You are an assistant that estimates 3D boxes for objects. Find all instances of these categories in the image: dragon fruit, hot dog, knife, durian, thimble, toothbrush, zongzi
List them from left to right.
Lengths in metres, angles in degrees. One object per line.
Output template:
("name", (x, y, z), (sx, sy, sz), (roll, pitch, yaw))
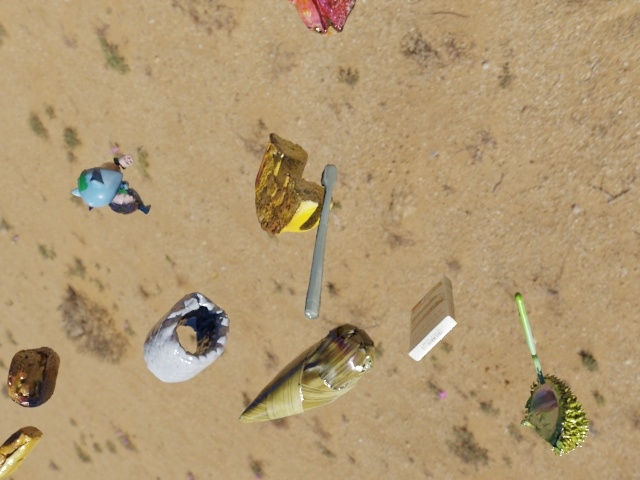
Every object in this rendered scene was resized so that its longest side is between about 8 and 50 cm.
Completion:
("hot dog", (-0.608, 0.283, 1.372), (0.099, 0.147, 0.065), (3, 132, -12))
("thimble", (-0.251, 0.185, 1.219), (0.127, 0.151, 0.118), (40, 132, -14))
("zongzi", (-0.034, 0.307, 1.430), (0.134, 0.288, 0.286), (60, 152, 21))
("toothbrush", (0.000, 0.000, 1.184), (0.030, 0.298, 0.030), (13, 163, -19))
("dragon fruit", (0.001, -0.459, 1.070), (0.162, 0.262, 0.189), (22, 162, -12))
("knife", (0.397, 0.191, 1.219), (0.015, 0.054, 0.212), (-15, 113, 15))
("durian", (0.465, 0.340, 1.256), (0.095, 0.137, 0.220), (23, 177, -4))

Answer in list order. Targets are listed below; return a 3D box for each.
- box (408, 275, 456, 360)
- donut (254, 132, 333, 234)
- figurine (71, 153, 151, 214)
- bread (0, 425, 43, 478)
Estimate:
("box", (0.240, 0.164, 1.393), (0.032, 0.220, 0.122), (38, 110, -5))
("donut", (-0.072, -0.094, 1.326), (0.152, 0.101, 0.259), (-60, 37, 30))
("figurine", (-0.490, -0.132, 1.541), (0.114, 0.145, 0.178), (-4, 153, 46))
("bread", (-0.684, 0.473, 1.436), (0.053, 0.132, 0.074), (42, 173, 6))
